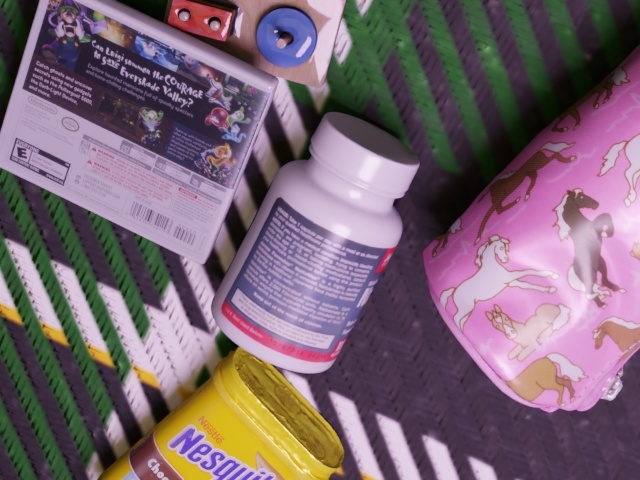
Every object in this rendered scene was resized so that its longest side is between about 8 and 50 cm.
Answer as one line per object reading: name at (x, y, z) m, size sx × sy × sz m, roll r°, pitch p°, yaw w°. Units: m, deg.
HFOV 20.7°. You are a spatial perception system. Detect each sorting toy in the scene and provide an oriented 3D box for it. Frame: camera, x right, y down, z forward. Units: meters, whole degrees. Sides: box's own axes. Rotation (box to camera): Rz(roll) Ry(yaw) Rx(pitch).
sorting toy at (-0.045, -0.200, 1.313) m, size 0.132 × 0.046 × 0.274 m, roll 16°, pitch 107°, yaw 3°

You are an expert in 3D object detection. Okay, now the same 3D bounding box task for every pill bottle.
pill bottle at (0.000, 0.000, 1.332) m, size 0.108 × 0.108 × 0.180 m, roll 27°, pitch 108°, yaw -1°

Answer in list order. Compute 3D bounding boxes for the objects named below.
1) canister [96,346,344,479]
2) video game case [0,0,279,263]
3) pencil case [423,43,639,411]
canister at (-0.084, 0.185, 1.417) m, size 0.170 × 0.073 × 0.126 m, roll -42°, pitch 96°, yaw 18°
video game case at (-0.145, -0.091, 1.346) m, size 0.190 × 0.022 × 0.173 m, roll 26°, pitch 122°, yaw 4°
pencil case at (0.257, -0.047, 1.259) m, size 0.386 × 0.160 × 0.167 m, roll -44°, pitch 125°, yaw 16°
